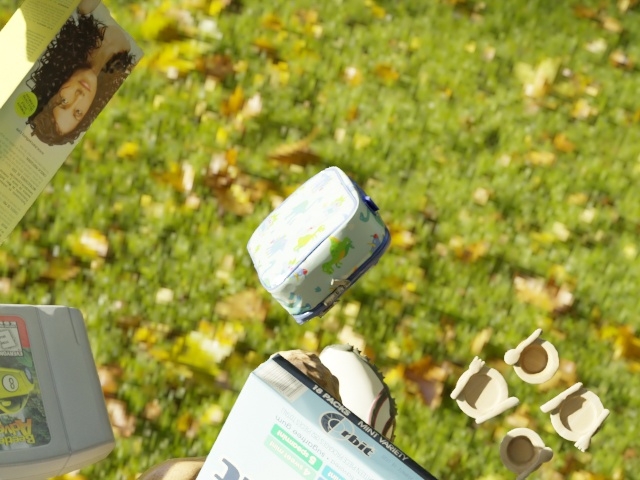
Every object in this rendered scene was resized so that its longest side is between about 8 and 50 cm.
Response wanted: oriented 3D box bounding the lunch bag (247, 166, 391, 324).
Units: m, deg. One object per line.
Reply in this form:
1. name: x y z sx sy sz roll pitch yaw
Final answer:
1. lunch bag: 0.000 0.000 1.829 0.090 0.176 0.219 44 6 -21

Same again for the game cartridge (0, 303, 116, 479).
1. game cartridge: -0.354 0.153 1.406 0.294 0.060 0.196 2 55 -34

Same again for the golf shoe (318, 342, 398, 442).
1. golf shoe: 0.040 0.269 1.850 0.120 0.105 0.272 -2 77 -57

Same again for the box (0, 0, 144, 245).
1. box: -0.233 -0.080 1.045 0.058 0.087 0.232 26 77 36

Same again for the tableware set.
1. tableware set: 0.251 0.197 1.692 0.168 0.141 0.020 52 -1 3

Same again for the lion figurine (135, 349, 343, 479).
1. lion figurine: -0.097 0.270 1.501 0.142 0.240 0.392 1 11 32

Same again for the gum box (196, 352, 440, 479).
1. gum box: -0.015 0.198 1.013 0.157 0.184 0.041 37 35 14
